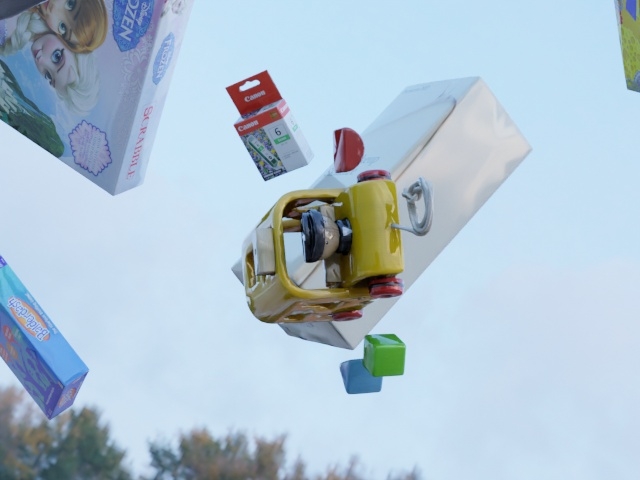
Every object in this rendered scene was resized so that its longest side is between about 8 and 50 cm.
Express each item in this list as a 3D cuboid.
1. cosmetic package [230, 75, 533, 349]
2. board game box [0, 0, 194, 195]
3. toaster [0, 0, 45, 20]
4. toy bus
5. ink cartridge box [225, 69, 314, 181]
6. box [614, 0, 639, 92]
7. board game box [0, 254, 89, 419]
[{"bbox_3d":[0.066,-0.033,1.265,0.113,0.309,0.160,50,-21,-20],"label":"cosmetic package"},{"bbox_3d":[-0.320,-0.269,1.446,0.318,0.066,0.319,32,-57,18],"label":"board game box"},{"bbox_3d":[-0.088,-0.159,0.329,0.226,0.147,0.129,-15,-31,23],"label":"toaster"},{"bbox_3d":[-0.003,0.008,0.928,0.104,0.191,0.202,-2,-59,-17],"label":"toy bus"},{"bbox_3d":[-0.062,-0.130,1.324,0.062,0.029,0.115,-19,-69,27],"label":"ink cartridge box"},{"bbox_3d":[0.355,-0.268,0.800,0.177,0.279,0.290,-145,-142,-63],"label":"box"},{"bbox_3d":[-0.421,0.141,1.662,0.210,0.047,0.160,50,-31,9],"label":"board game box"}]
